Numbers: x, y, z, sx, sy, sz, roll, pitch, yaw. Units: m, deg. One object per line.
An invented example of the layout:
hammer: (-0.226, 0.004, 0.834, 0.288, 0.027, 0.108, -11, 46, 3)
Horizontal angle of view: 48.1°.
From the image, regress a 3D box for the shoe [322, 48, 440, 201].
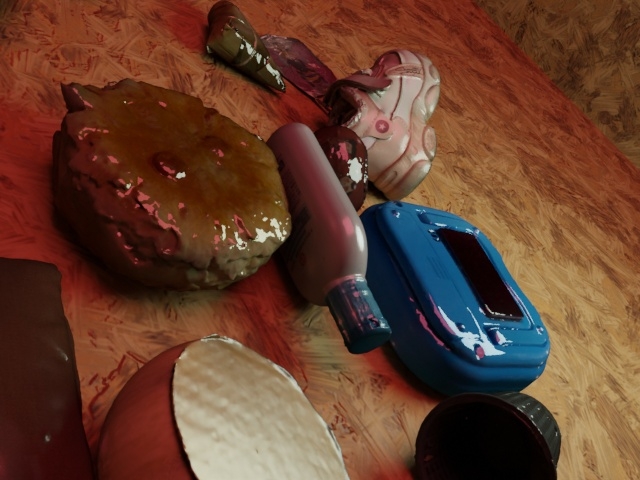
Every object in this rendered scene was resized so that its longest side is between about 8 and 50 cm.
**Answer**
shoe: (0.108, -0.254, 1.354, 0.198, 0.172, 0.351, 21, 46, -22)

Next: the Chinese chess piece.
Chinese chess piece: (-0.079, 0.212, 0.655, 0.257, 0.104, 0.257, 46, 18, -20)

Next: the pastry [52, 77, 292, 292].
pastry: (-0.187, -0.064, 0.902, 0.329, 0.136, 0.330, 24, 37, -20)

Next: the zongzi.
zongzi: (-0.138, -0.374, 1.378, 0.176, 0.078, 0.160, 31, 33, -31)

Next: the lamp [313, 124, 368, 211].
lamp: (0.009, -0.105, 1.148, 0.135, 0.157, 0.156, -1, 86, 0)

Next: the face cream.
face cream: (0.000, 0.000, 0.986, 0.080, 0.163, 0.337, -6, 52, -30)

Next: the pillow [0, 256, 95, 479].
pillow: (-0.334, 0.126, 0.562, 0.305, 0.108, 0.308, 10, 43, -41)

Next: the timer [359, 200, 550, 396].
timer: (0.205, 0.081, 1.134, 0.309, 0.115, 0.340, 10, 43, -41)

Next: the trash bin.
trash bin: (0.228, 0.263, 0.910, 0.175, 0.175, 0.161, 51, 25, 17)

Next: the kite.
kite: (0.010, -0.320, 1.499, 0.360, 0.022, 0.204, 45, 34, 11)
